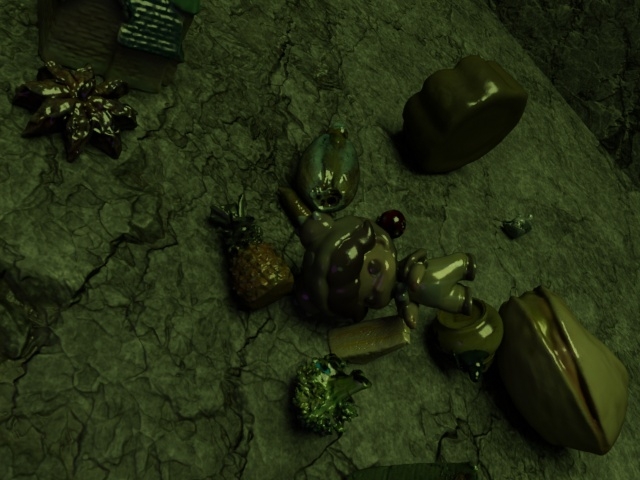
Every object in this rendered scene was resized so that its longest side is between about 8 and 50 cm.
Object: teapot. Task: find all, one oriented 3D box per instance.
[{"bbox_3d":[0.373,0.239,1.376,0.269,0.173,0.183,-74,145,-59],"label":"teapot"}]

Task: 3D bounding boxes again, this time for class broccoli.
[{"bbox_3d":[0.025,0.289,1.057,0.167,0.160,0.155,-4,61,-60],"label":"broccoli"}]

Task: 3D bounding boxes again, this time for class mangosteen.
[{"bbox_3d":[0.191,-0.043,1.486,0.081,0.081,0.081,20,50,-25],"label":"mangosteen"}]

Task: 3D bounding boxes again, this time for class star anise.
[{"bbox_3d":[-0.487,-0.282,1.119,0.223,0.109,0.236,26,49,-14],"label":"star anise"}]

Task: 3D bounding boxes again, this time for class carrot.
[{"bbox_3d":[0.000,0.000,1.313,0.070,0.070,0.342,-25,76,-45],"label":"carrot"}]

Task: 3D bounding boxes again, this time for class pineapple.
[{"bbox_3d":[-0.153,0.018,1.151,0.128,0.128,0.248,-7,57,-40],"label":"pineapple"}]

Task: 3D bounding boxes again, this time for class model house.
[{"bbox_3d":[-0.433,-0.514,1.205,0.298,0.284,0.243,3,63,-36],"label":"model house"}]

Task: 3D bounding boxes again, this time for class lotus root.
[{"bbox_3d":[0.024,-0.190,1.424,0.158,0.140,0.322,12,39,-1],"label":"lotus root"}]

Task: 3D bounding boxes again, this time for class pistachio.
[{"bbox_3d":[0.599,0.323,1.382,0.446,0.281,0.365,63,9,-6],"label":"pistachio"}]

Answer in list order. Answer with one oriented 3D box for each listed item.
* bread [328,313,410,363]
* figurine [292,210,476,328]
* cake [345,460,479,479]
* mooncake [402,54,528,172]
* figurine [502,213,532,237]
[{"bbox_3d":[0.104,0.207,1.185,0.105,0.152,0.077,17,50,-33],"label":"bread"},{"bbox_3d":[0.126,0.065,1.146,0.380,0.248,0.203,8,29,10],"label":"figurine"},{"bbox_3d":[0.135,0.461,0.944,0.172,0.284,0.158,21,47,-2],"label":"cake"},{"bbox_3d":[0.435,-0.395,1.718,0.378,0.378,0.201,-9,60,-41],"label":"mooncake"},{"bbox_3d":[0.662,-0.054,1.851,0.086,0.094,0.082,-48,135,-20],"label":"figurine"}]
